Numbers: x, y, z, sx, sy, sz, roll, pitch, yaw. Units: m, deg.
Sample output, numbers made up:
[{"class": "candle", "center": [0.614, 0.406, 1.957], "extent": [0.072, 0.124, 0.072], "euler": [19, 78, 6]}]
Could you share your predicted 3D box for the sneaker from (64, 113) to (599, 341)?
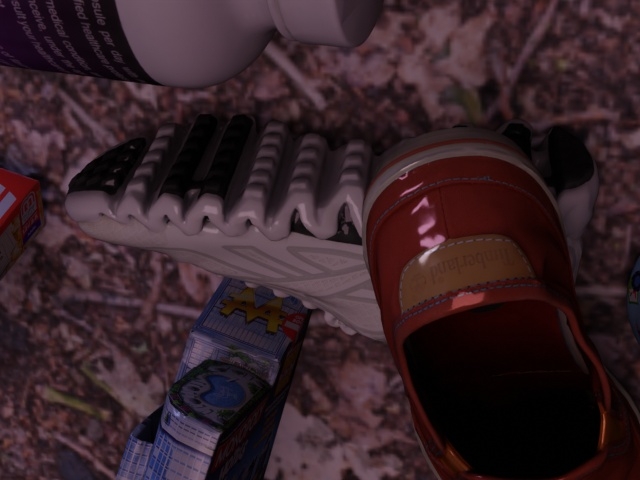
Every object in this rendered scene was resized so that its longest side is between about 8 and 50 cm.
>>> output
[{"class": "sneaker", "center": [0.000, 0.000, 0.623], "extent": [0.292, 0.110, 0.118], "euler": [4, 124, 12]}]

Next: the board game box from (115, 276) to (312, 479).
[{"class": "board game box", "center": [-0.068, 0.117, 0.665], "extent": [0.060, 0.194, 0.194], "euler": [19, 100, 9]}]

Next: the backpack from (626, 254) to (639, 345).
[{"class": "backpack", "center": [0.239, 0.044, 0.555], "extent": [0.173, 0.117, 0.158], "euler": [-30, 98, 28]}]

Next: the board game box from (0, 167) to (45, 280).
[{"class": "board game box", "center": [-0.277, 0.018, 0.670], "extent": [0.147, 0.193, 0.045], "euler": [18, 138, 10]}]

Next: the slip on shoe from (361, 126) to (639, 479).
[{"class": "slip on shoe", "center": [0.102, 0.094, 0.575], "extent": [0.123, 0.101, 0.331], "euler": [-15, 132, 12]}]

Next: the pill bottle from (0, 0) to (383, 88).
[{"class": "pill bottle", "center": [-0.131, -0.173, 0.556], "extent": [0.323, 0.181, 0.181], "euler": [9, 112, 15]}]
